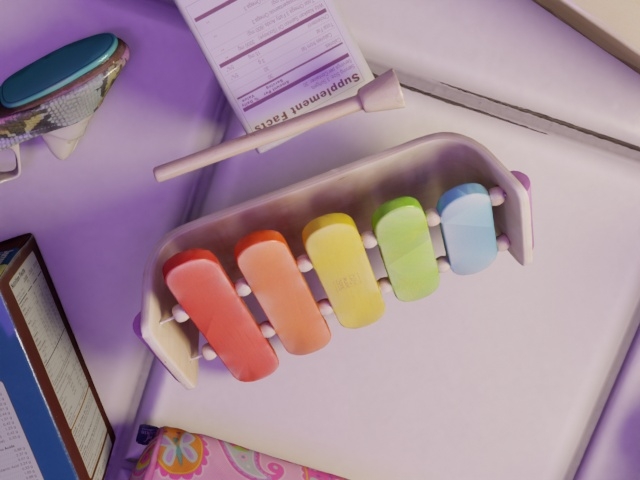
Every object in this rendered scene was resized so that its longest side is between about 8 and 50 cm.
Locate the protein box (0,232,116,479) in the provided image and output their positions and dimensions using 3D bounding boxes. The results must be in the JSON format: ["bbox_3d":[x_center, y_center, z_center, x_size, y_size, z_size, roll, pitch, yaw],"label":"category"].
[{"bbox_3d":[-0.298,0.130,0.835,0.200,0.136,0.201,-17,106,1],"label":"protein box"}]

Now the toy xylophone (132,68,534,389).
[{"bbox_3d":[0.000,0.000,0.801,0.322,0.081,0.236,-25,147,8],"label":"toy xylophone"}]

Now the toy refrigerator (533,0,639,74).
[{"bbox_3d":[0.280,-0.171,0.812,0.269,0.102,0.094,32,101,-11],"label":"toy refrigerator"}]

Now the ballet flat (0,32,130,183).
[{"bbox_3d":[-0.242,-0.088,0.816,0.221,0.077,0.079,-23,124,-2],"label":"ballet flat"}]

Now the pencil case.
[{"bbox_3d":[-0.035,0.253,0.900,0.284,0.124,0.124,18,103,-8],"label":"pencil case"}]

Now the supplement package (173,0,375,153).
[{"bbox_3d":[-0.045,-0.172,0.787,0.105,0.105,0.179,-28,106,2],"label":"supplement package"}]
